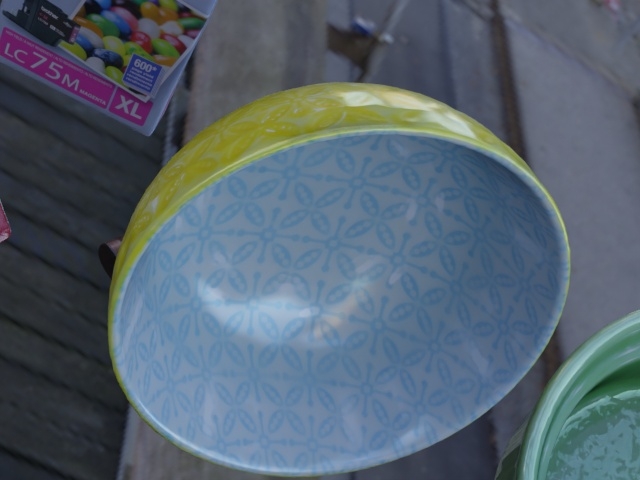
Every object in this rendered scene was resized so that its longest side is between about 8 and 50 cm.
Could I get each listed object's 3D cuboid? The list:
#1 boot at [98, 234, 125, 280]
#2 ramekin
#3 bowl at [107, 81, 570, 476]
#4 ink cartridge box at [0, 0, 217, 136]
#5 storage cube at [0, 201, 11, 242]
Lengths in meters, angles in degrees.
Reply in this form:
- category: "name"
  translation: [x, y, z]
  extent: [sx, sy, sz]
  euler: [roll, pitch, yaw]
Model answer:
- category: "boot"
  translation: [-0.099, 0.028, 1.082]
  extent: [0.114, 0.037, 0.106]
  euler: [-22, 80, -40]
- category: "ramekin"
  translation: [0.271, 0.207, 1.035]
  extent: [0.303, 0.148, 0.303]
  euler: [3, 72, -9]
- category: "bowl"
  translation: [0.000, 0.000, 0.917]
  extent: [0.289, 0.289, 0.156]
  euler: [20, 32, -30]
- category: "ink cartridge box"
  translation: [-0.190, -0.240, 1.310]
  extent: [0.185, 0.311, 0.065]
  euler: [27, 50, -7]
- category: "storage cube"
  translation: [-0.421, -0.050, 1.223]
  extent: [0.193, 0.183, 0.215]
  euler: [-32, 111, -45]
